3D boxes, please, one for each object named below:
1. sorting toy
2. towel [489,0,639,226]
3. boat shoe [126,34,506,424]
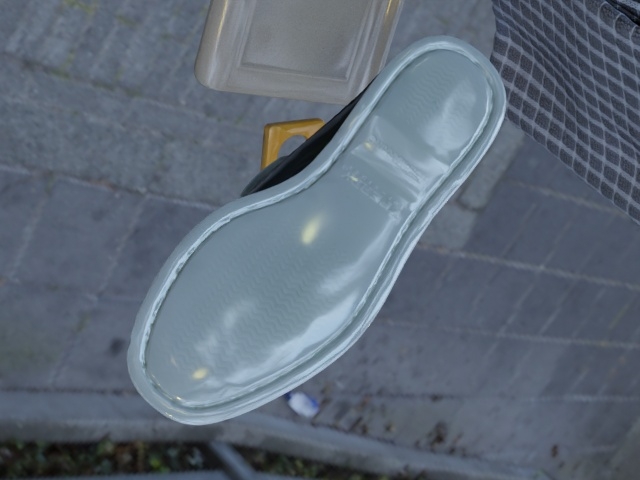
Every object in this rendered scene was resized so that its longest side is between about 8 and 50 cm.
[{"bbox_3d":[-0.016,-0.217,1.132,0.196,0.047,0.347,3,112,-37],"label":"sorting toy"},{"bbox_3d":[0.234,-0.147,0.981,0.121,0.283,0.235,-34,139,-10],"label":"towel"},{"bbox_3d":[0.000,0.000,0.750,0.302,0.114,0.091,-41,178,-23],"label":"boat shoe"}]
